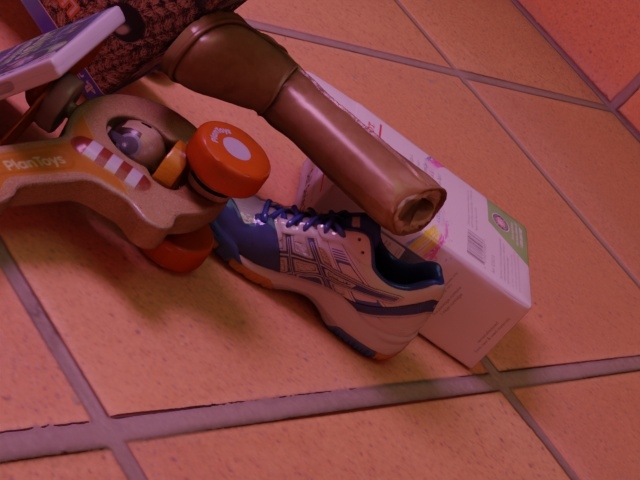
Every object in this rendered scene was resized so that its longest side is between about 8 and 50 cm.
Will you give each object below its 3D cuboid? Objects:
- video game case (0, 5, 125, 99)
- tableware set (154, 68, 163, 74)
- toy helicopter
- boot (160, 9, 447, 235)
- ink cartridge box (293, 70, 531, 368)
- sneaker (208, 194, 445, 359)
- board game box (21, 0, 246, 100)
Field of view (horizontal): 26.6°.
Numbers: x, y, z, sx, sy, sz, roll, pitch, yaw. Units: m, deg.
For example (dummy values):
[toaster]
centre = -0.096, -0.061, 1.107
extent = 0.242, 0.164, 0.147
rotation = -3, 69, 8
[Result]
[video game case]
centre = -0.289, -0.162, 1.276
extent = 0.190, 0.173, 0.022
rotation = -66, 136, -64
[tableware set]
centre = -0.246, -0.276, 1.667
extent = 0.194, 0.039, 0.128
rotation = 56, 16, 16
[toy helicopter]
centre = -0.232, -0.083, 1.265
extent = 0.235, 0.140, 0.355
rotation = 51, 32, 18
[boot]
centre = -0.009, -0.118, 1.394
extent = 0.269, 0.089, 0.236
rotation = 44, 22, 17
[ink cartridge box]
centre = 0.082, -0.029, 1.630
extent = 0.353, 0.119, 0.207
rotation = 36, 27, -13
[sneaker]
centre = 0.000, 0.000, 1.458
extent = 0.296, 0.131, 0.112
rotation = 33, 28, -15
[board game box]
centre = -0.188, -0.324, 1.436
extent = 0.232, 0.291, 0.141
rotation = 56, 43, -5
